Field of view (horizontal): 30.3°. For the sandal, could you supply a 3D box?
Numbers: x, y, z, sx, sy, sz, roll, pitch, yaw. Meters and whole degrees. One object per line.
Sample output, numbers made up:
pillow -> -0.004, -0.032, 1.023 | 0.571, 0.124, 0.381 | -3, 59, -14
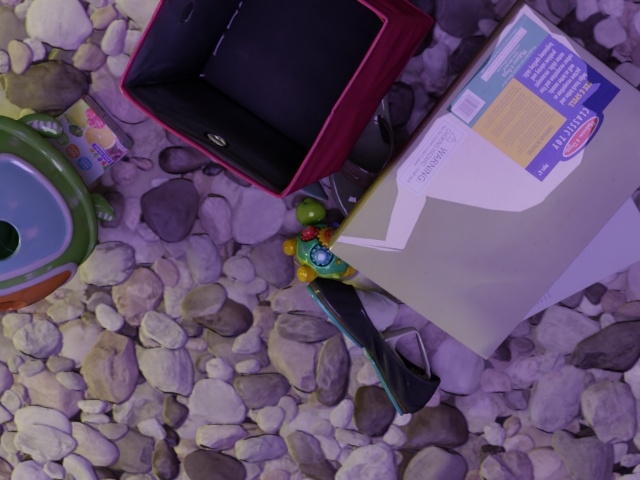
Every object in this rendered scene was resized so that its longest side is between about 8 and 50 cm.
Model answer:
sandal -> 0.058, -0.130, 1.647 | 0.120, 0.086, 0.302 | -15, 110, 6

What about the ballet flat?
ballet flat -> 0.088, 0.138, 1.753 | 0.096, 0.095, 0.280 | -35, 117, 3

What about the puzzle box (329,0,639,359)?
puzzle box -> 0.238, -0.072, 1.540 | 0.272, 0.052, 0.409 | 36, 107, -10

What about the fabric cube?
fabric cube -> -0.049, -0.236, 1.484 | 0.254, 0.258, 0.259 | 34, 108, 8

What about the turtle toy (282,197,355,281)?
turtle toy -> 0.000, 0.000, 1.691 | 0.095, 0.130, 0.066 | -8, 146, -35

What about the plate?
plate -> -0.066, -0.109, 1.607 | 0.188, 0.188, 0.024 | 28, 97, -9

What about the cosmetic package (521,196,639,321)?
cosmetic package -> 0.308, -0.044, 1.649 | 0.225, 0.138, 0.224 | -28, 108, 9

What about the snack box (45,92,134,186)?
snack box -> -0.351, -0.126, 1.681 | 0.141, 0.037, 0.100 | -37, 104, 15

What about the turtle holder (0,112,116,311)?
turtle holder -> -0.447, -0.050, 1.570 | 0.243, 0.227, 0.320 | 4, 127, 24
